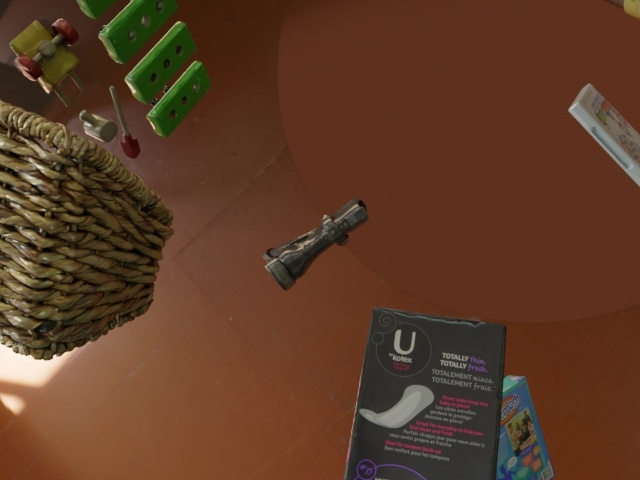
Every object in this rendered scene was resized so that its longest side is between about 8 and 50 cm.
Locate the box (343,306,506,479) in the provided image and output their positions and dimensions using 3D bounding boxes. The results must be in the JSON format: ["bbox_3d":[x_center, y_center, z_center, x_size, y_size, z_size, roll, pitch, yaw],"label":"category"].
[{"bbox_3d":[0.125,0.236,0.735,0.166,0.143,0.270,7,67,12],"label":"box"}]

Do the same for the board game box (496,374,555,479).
[{"bbox_3d":[0.355,0.387,1.159,0.047,0.160,0.210,-11,98,58],"label":"board game box"}]

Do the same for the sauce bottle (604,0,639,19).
[{"bbox_3d":[0.321,-0.253,0.551,0.344,0.111,0.111,39,114,25],"label":"sauce bottle"}]

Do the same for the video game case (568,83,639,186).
[{"bbox_3d":[0.399,-0.144,0.823,0.143,0.157,0.019,47,126,3],"label":"video game case"}]

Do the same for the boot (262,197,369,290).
[{"bbox_3d":[0.000,0.000,1.224,0.229,0.263,0.091,-38,98,-1],"label":"boot"}]

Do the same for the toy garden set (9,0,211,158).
[{"bbox_3d":[-0.245,-0.213,0.735,0.049,0.244,0.203,25,67,22],"label":"toy garden set"}]

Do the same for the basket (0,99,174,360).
[{"bbox_3d":[-0.304,-0.055,0.628,0.300,0.213,0.222,21,109,17],"label":"basket"}]
